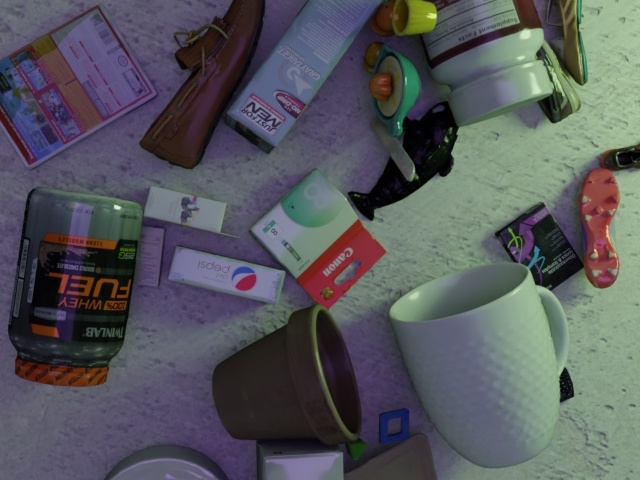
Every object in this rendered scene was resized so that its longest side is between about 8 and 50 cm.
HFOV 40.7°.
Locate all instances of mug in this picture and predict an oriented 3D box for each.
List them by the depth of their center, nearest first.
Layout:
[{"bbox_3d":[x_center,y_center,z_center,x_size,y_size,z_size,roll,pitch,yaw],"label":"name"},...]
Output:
[{"bbox_3d":[0.345,0.225,1.653,0.374,0.276,0.327,-27,103,-33],"label":"mug"}]

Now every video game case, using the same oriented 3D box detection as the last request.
[{"bbox_3d":[-0.484,-0.291,1.640,0.285,0.025,0.204,-32,95,-6],"label":"video game case"}]

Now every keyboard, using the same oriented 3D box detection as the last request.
[{"bbox_3d":[0.434,0.334,1.764,0.192,0.038,0.100,-21,94,-5],"label":"keyboard"}]

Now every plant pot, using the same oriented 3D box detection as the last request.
[{"bbox_3d":[-0.069,0.274,1.611,0.229,0.263,0.263,-19,94,11],"label":"plant pot"}]

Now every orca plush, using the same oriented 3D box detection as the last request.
[{"bbox_3d":[0.176,-0.164,1.686,0.287,0.102,0.151,-33,95,-5],"label":"orca plush"}]

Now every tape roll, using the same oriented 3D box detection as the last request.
[{"bbox_3d":[-0.299,0.540,1.646,0.286,0.100,0.286,0,92,-7],"label":"tape roll"}]

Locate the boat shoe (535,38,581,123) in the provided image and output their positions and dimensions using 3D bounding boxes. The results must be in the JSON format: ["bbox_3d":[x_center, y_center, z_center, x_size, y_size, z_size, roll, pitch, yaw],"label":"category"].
[{"bbox_3d":[0.433,-0.334,1.726,0.073,0.080,0.223,-39,100,-10],"label":"boat shoe"}]

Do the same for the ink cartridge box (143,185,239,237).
[{"bbox_3d":[-0.236,-0.054,1.636,0.181,0.104,0.061,14,90,-8],"label":"ink cartridge box"}]

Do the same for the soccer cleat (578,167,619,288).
[{"bbox_3d":[0.565,-0.023,1.758,0.083,0.095,0.247,-1,75,8],"label":"soccer cleat"}]

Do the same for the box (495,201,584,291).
[{"bbox_3d":[0.448,0.020,1.762,0.116,0.029,0.162,-35,97,-5],"label":"box"}]

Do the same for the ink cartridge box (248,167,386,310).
[{"bbox_3d":[0.000,0.000,1.687,0.181,0.056,0.224,-44,94,-9],"label":"ink cartridge box"}]

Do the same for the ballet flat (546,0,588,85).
[{"bbox_3d":[0.497,-0.424,1.746,0.073,0.080,0.232,-4,89,21],"label":"ballet flat"}]

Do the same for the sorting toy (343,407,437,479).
[{"bbox_3d":[0.136,0.490,1.702,0.196,0.047,0.347,-22,109,-22],"label":"sorting toy"}]

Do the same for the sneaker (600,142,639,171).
[{"bbox_3d":[0.658,-0.172,1.764,0.158,0.065,0.061,-16,93,-6],"label":"sneaker"}]

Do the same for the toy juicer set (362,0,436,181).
[{"bbox_3d":[0.118,-0.294,1.620,0.090,0.209,0.328,-3,110,-22],"label":"toy juicer set"}]

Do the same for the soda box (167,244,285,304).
[{"bbox_3d":[-0.181,0.066,1.661,0.216,0.074,0.069,14,89,-8],"label":"soda box"}]

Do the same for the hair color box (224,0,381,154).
[{"bbox_3d":[-0.026,-0.347,1.614,0.114,0.185,0.374,35,87,-7],"label":"hair color box"}]

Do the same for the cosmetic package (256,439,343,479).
[{"bbox_3d":[-0.039,0.558,1.632,0.155,0.197,0.365,-1,93,-7],"label":"cosmetic package"}]

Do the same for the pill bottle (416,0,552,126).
[{"bbox_3d":[0.285,-0.429,1.624,0.224,0.224,0.392,-19,91,-6],"label":"pill bottle"}]

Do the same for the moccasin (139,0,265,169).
[{"bbox_3d":[-0.221,-0.326,1.625,0.147,0.139,0.380,27,97,-16],"label":"moccasin"}]

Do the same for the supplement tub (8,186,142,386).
[{"bbox_3d":[-0.445,0.081,1.563,0.207,0.207,0.337,8,91,-7],"label":"supplement tub"}]

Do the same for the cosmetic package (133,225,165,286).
[{"bbox_3d":[-0.332,0.029,1.658,0.060,0.041,0.115,8,90,-7],"label":"cosmetic package"}]
